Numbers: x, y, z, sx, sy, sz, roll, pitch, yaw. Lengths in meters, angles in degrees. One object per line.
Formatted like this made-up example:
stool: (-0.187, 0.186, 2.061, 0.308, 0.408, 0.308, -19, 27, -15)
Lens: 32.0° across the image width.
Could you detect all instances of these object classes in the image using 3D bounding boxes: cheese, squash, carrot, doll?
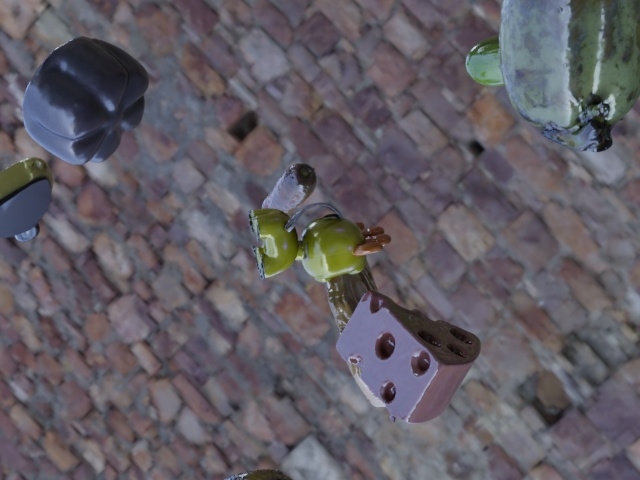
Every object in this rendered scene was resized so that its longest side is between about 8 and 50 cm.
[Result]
cheese: (-0.313, -0.032, 1.164, 0.036, 0.086, 0.162, 51, 163, 11)
squash: (0.279, -0.242, 1.418, 0.066, 0.201, 0.066, 28, -123, -54)
cheese: (0.158, 0.189, 1.722, 0.177, 0.128, 0.203, 13, -159, -41)
carrot: (-0.057, -0.078, 1.938, 0.060, 0.186, 0.060, 9, -115, -19)
doll: (0.000, 0.000, 1.773, 0.143, 0.220, 0.135, -123, 29, -73)

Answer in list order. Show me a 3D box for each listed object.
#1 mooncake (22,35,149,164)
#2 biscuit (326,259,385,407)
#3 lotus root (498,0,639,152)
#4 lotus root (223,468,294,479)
mooncake: (-0.430, -0.255, 2.065, 0.133, 0.245, 0.245, 35, -168, 14)
biscuit: (0.086, 0.141, 2.042, 0.376, 0.051, 0.269, -95, -21, -49)
lotus root: (0.287, -0.254, 1.210, 0.173, 0.309, 0.173, -1, -153, 0)
lotus root: (-0.172, 0.600, 2.297, 0.196, 0.397, 0.179, 21, -135, -28)
